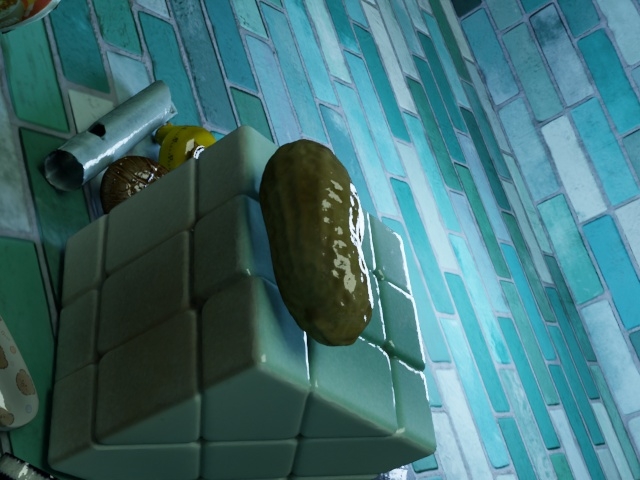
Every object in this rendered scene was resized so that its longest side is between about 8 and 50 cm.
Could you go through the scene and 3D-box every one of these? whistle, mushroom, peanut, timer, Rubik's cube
[{"bbox_3d":[-0.280,-0.153,1.328,0.062,0.062,0.312,54,29,-12],"label":"whistle"},{"bbox_3d":[-0.241,-0.057,1.280,0.126,0.085,0.109,15,53,-49],"label":"mushroom"},{"bbox_3d":[0.000,0.000,0.943,0.108,0.095,0.226,21,47,-45],"label":"peanut"},{"bbox_3d":[-0.202,-0.121,1.417,0.107,0.109,0.107,-15,107,-57],"label":"timer"},{"bbox_3d":[-0.092,0.117,1.121,0.322,0.319,0.316,33,40,-42],"label":"Rubik's cube"}]

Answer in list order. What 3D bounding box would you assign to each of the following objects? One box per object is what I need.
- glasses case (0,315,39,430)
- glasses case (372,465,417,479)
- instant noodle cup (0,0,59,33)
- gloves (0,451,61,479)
[{"bbox_3d":[-0.349,0.121,0.992,0.164,0.041,0.063,62,29,3],"label":"glasses case"},{"bbox_3d":[0.125,0.456,1.432,0.109,0.067,0.282,22,49,-45],"label":"glasses case"},{"bbox_3d":[-0.447,-0.395,1.074,0.308,0.294,0.294,34,38,-51],"label":"instant noodle cup"},{"bbox_3d":[-0.294,0.313,0.851,0.140,0.131,0.218,43,64,-34],"label":"gloves"}]
